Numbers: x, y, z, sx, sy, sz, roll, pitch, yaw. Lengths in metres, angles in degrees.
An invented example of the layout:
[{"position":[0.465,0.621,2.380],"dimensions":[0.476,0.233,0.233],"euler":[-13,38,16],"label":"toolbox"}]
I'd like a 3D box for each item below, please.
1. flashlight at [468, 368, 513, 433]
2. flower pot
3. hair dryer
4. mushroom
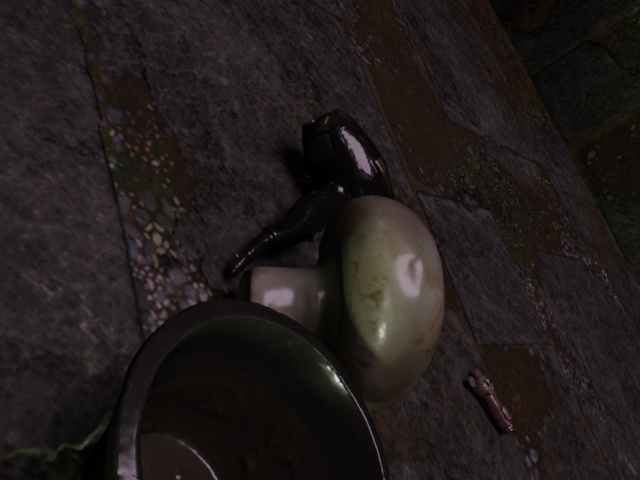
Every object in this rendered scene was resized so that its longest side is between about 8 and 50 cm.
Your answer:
[{"position":[0.274,0.257,1.046],"dimensions":[0.110,0.031,0.052],"euler":[59,32,3],"label":"flashlight"},{"position":[-0.082,0.199,0.512],"dimensions":[0.269,0.166,0.269],"euler":[35,35,-30],"label":"flower pot"},{"position":[0.000,0.000,0.888],"dimensions":[0.359,0.120,0.303],"euler":[-36,106,-47],"label":"hair dryer"},{"position":[0.018,0.066,0.737],"dimensions":[0.243,0.243,0.243],"euler":[33,39,-32],"label":"mushroom"}]
